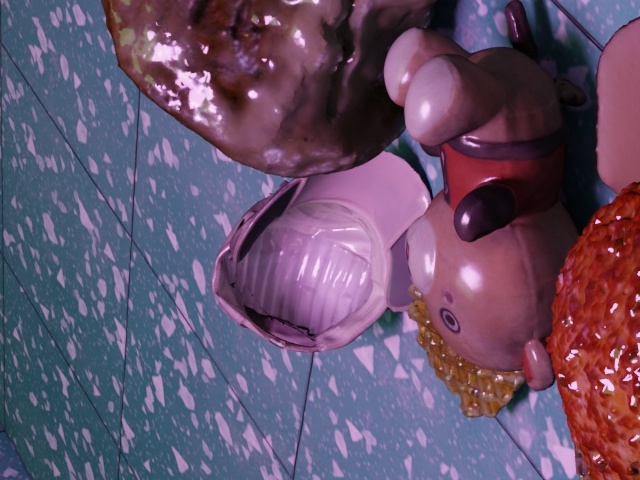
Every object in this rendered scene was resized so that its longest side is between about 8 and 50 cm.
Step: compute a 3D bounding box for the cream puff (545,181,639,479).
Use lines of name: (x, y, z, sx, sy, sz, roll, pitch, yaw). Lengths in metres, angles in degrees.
cream puff: (0.297, 0.091, 1.376, 0.350, 0.228, 0.351, 11, 104, 55)

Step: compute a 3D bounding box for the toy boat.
toy boat: (0.277, -0.112, 1.511, 0.116, 0.061, 0.188, 40, 139, 50)

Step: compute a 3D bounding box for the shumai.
shumai: (-0.009, -0.288, 1.734, 0.323, 0.324, 0.397, -43, 69, 46)

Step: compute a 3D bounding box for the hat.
hat: (0.003, -0.003, 2.025, 0.275, 0.232, 0.161, 122, 154, -43)

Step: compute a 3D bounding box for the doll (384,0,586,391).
doll: (0.156, -0.039, 1.694, 0.235, 0.174, 0.330, -123, 23, -60)

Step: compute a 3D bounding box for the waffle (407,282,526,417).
waffle: (0.151, 0.089, 1.905, 0.169, 0.036, 0.183, 58, 145, 18)

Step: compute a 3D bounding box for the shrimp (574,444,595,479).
shrimp: (0.265, 0.155, 1.717, 0.145, 0.061, 0.267, -125, 25, -50)
